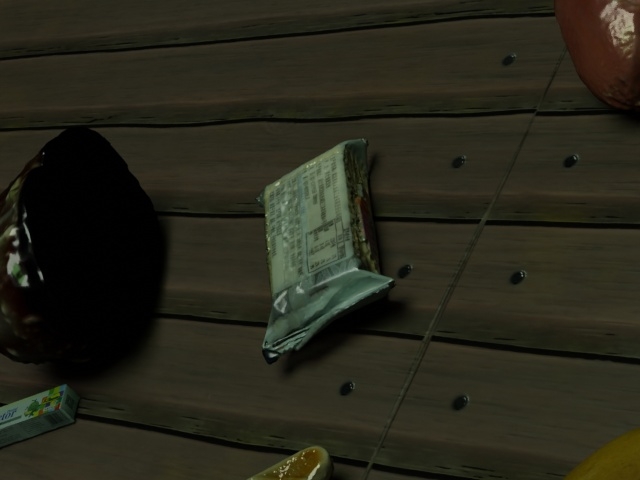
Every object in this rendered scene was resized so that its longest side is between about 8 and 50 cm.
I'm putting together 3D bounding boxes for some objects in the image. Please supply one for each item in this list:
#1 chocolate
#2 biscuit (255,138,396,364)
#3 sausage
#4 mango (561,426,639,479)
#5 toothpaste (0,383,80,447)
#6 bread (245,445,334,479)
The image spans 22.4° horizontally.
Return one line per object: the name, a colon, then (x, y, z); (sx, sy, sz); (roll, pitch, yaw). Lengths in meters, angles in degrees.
chocolate: (-0.368, 0.030, 2.194); (0.210, 0.225, 0.340); (-35, 35, 31)
biscuit: (-0.004, 0.003, 1.998); (0.186, 0.079, 0.309); (-30, 39, 19)
sausage: (0.351, -0.262, 1.893); (0.148, 0.148, 0.254); (-33, 39, 12)
mango: (0.302, 0.260, 1.396); (0.317, 0.173, 0.211); (-39, 37, -7)
toothpaste: (-0.393, 0.239, 2.152); (0.164, 0.034, 0.046); (-21, 38, 26)
bread: (-0.068, 0.299, 1.784); (0.214, 0.053, 0.073); (-32, 34, 18)
